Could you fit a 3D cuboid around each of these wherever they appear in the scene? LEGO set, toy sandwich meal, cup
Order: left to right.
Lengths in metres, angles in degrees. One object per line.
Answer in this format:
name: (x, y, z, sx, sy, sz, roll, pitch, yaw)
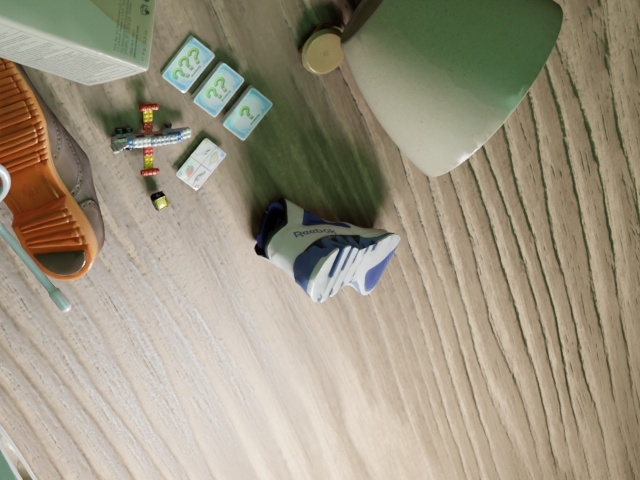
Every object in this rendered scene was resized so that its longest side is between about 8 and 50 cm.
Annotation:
LEGO set: (-0.203, -0.161, 1.828, 0.244, 0.060, 0.182, -50, 127, 3)
toy sandwich meal: (0.004, -0.303, 1.893, 0.085, 0.029, 0.085, -15, 128, -21)
cup: (0.173, -0.300, 1.845, 0.237, 0.331, 0.331, 36, 95, -14)

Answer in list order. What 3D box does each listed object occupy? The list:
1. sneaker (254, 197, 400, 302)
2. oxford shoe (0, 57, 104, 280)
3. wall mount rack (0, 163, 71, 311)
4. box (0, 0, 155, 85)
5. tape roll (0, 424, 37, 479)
sneaker: (-0.001, 0.000, 2.006, 0.127, 0.182, 0.315, -62, 158, 14)
oxford shoe: (-0.408, -0.126, 1.696, 0.130, 0.133, 0.363, -11, 114, 16)
wall mount rack: (-0.530, 0.050, 1.649, 0.350, 0.130, 0.304, -33, 144, 13)
box: (-0.377, -0.303, 1.531, 0.311, 0.148, 0.121, 15, 76, -46)
tape roll: (-0.488, 0.379, 1.815, 0.100, 0.286, 0.286, -32, 129, -12)
